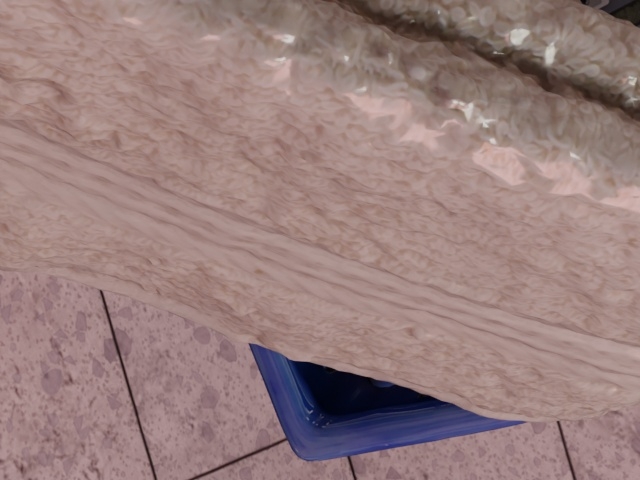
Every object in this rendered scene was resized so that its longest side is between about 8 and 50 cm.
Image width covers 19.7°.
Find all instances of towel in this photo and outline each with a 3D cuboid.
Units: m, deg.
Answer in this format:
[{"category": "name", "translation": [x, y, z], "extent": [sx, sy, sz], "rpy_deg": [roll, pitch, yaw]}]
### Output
[{"category": "towel", "translation": [-0.015, -0.020, 0.411], "extent": [0.282, 0.049, 0.187], "rpy_deg": [19, 162, -15]}]

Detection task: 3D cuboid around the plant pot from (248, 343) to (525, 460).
[{"category": "plant pot", "translation": [0.087, -0.047, 0.930], "extent": [0.236, 0.236, 0.212], "rpy_deg": [-16, -172, 27]}]

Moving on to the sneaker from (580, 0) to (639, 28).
[{"category": "sneaker", "translation": [0.077, -0.064, 0.447], "extent": [0.299, 0.121, 0.111], "rpy_deg": [1, -176, -23]}]

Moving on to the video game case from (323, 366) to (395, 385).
[{"category": "video game case", "translation": [0.000, 0.000, 1.363], "extent": [0.061, 0.270, 0.244], "rpy_deg": [-15, 180, -7]}]
